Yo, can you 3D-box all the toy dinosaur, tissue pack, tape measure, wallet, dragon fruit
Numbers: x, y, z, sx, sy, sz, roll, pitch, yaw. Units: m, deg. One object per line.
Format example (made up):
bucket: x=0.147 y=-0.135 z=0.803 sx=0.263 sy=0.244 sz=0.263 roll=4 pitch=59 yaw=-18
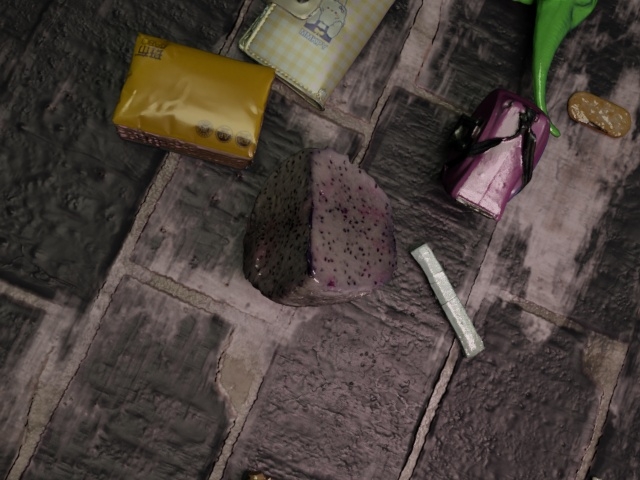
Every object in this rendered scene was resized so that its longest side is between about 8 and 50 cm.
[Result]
toy dinosaur: x=0.552 y=-0.474 z=1.435 sx=0.374 sy=0.144 sz=0.501 roll=-11 pitch=88 yaw=-20
tissue pack: x=-0.234 y=-0.259 z=1.289 sx=0.270 sy=0.134 sz=0.193 roll=13 pitch=81 yaw=-6
tape measure: x=0.323 y=-0.168 z=1.291 sx=0.149 sy=0.245 sz=0.232 roll=26 pitch=97 yaw=-4
wallet: x=0.002 y=-0.447 z=1.375 sx=0.223 sy=0.077 sz=0.310 roll=35 pitch=82 yaw=-6
dragon fruit: x=0.000 y=0.000 z=1.267 sx=0.221 sy=0.204 sz=0.283 roll=15 pitch=64 yaw=-33

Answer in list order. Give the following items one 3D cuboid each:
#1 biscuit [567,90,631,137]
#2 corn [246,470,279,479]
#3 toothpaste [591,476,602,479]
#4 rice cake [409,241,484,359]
biscuit: x=0.591 y=-0.266 z=1.449 sx=0.147 sy=0.018 sz=0.071 roll=23 pitch=79 yaw=-3
corn: x=-0.081 y=0.579 z=1.240 sx=0.096 sy=0.097 sz=0.320 roll=-12 pitch=87 yaw=-8
toothpaste: x=0.532 y=0.574 z=1.331 sx=0.041 sy=0.064 sz=0.218 roll=10 pitch=79 yaw=-10
rice cake: x=0.251 y=0.118 z=1.353 sx=0.045 sy=0.042 sz=0.245 roll=-27 pitch=86 yaw=2
